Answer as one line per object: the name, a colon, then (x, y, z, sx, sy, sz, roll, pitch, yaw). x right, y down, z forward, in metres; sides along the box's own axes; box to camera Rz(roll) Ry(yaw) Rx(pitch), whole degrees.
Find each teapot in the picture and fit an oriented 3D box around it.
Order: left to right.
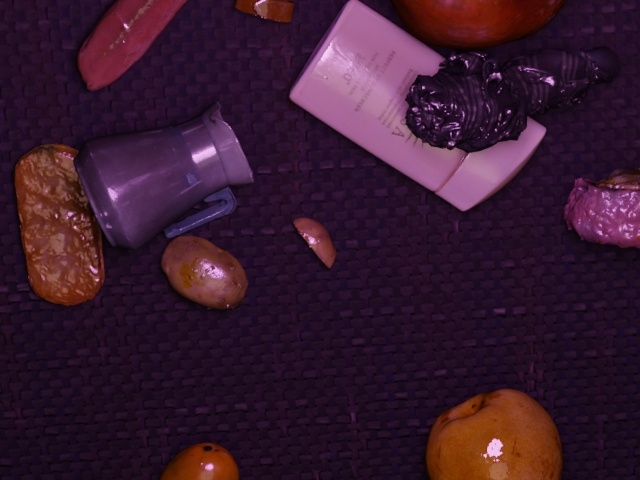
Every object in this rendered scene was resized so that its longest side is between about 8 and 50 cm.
teapot: (-0.216, -0.086, 1.909, 0.225, 0.171, 0.203, -23, 138, -4)

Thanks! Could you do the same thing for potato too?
potato: (-0.171, 0.050, 1.985, 0.138, 0.070, 0.091, 29, 101, -9)
potato: (0.000, 0.000, 1.996, 0.036, 0.037, 0.093, -38, 103, 3)

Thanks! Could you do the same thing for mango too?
mango: (-0.197, 0.381, 2.067, 0.163, 0.089, 0.111, -37, 105, 16)

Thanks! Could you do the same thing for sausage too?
sausage: (-0.196, -0.378, 1.860, 0.088, 0.088, 0.433, 41, 100, -12)

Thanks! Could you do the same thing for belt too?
belt: (-0.078, -0.333, 1.889, 0.083, 0.059, 0.036, 14, 105, -5)

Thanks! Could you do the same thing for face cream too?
face cream: (0.141, -0.183, 1.926, 0.348, 0.081, 0.173, 33, 93, -10)

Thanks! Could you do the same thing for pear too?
pear: (0.264, 0.334, 2.016, 0.209, 0.209, 0.209, -1, 105, -2)

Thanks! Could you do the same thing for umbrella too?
umbrella: (0.281, -0.209, 1.844, 0.337, 0.154, 0.128, -12, 127, -16)

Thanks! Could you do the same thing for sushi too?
sushi: (0.477, -0.045, 1.937, 0.241, 0.161, 0.107, 4, 104, -2)

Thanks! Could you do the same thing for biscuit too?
biscuit: (-0.385, -0.022, 1.980, 0.118, 0.029, 0.247, -3, 105, 1)

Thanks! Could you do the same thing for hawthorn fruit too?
hawthorn fruit: (0.207, -0.374, 1.766, 0.268, 0.301, 0.267, 0, 100, 2)
